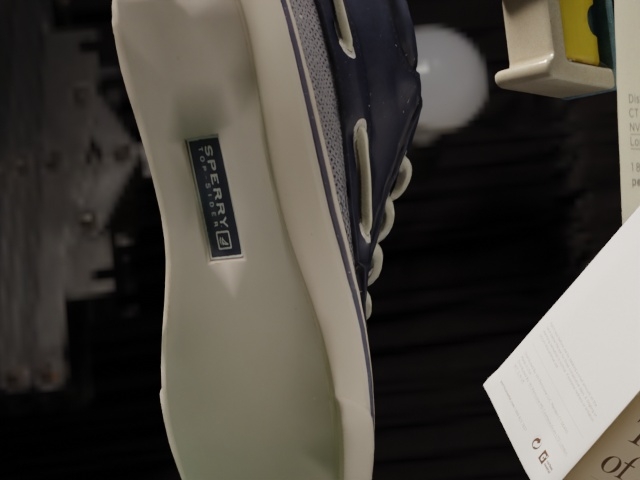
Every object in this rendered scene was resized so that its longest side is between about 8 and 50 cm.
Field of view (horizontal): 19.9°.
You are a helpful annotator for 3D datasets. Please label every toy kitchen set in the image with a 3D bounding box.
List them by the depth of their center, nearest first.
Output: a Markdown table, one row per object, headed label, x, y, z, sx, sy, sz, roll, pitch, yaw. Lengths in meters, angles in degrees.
| label | x | y | z | sx | sy | sz | roll | pitch | yaw |
| --- | --- | --- | --- | --- | --- | --- | --- | --- | --- |
| toy kitchen set | 0.198 | -0.174 | 0.981 | 0.122 | 0.207 | 0.166 | -5 | -93 | -42 |

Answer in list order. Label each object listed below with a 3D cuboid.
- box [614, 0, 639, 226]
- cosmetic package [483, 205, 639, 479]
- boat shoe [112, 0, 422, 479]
| label | x | y | z | sx | sy | sz | roll | pitch | yaw |
| --- | --- | --- | --- | --- | --- | --- | --- | --- | --- |
| box | 0.196 | -0.153 | 0.678 | 0.121 | 0.148 | 0.311 | 11 | 107 | 64 |
| cosmetic package | 0.176 | 0.068 | 0.576 | 0.099 | 0.239 | 0.060 | -54 | 31 | 20 |
| boat shoe | 0.000 | 0.000 | 0.953 | 0.158 | 0.127 | 0.340 | -20 | -72 | -50 |
